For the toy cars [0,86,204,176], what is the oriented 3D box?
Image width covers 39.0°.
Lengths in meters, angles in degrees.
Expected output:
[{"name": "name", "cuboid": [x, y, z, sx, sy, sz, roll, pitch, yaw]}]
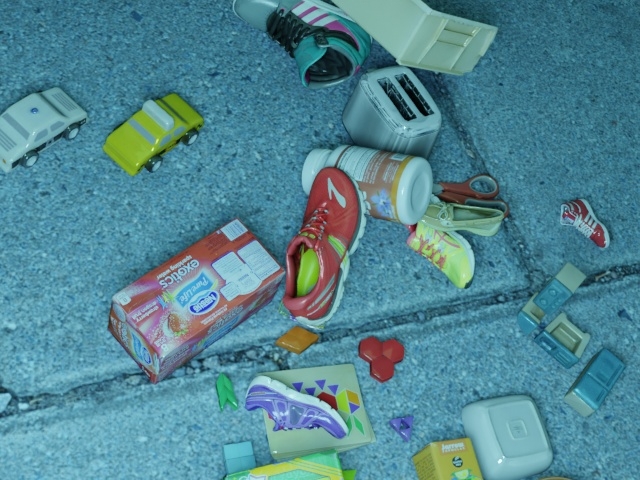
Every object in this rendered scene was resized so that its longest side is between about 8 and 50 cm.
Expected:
[{"name": "toy cars", "cuboid": [-0.392, -0.206, 1.579, 0.393, 0.087, 0.177, 0, 60, -17]}]

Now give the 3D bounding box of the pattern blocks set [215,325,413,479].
[{"name": "pattern blocks set", "cuboid": [-0.007, 0.273, 1.447, 0.324, 0.026, 0.285, 4, 59, -15]}]

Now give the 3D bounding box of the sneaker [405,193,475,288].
[{"name": "sneaker", "cuboid": [0.205, 0.009, 1.646, 0.094, 0.081, 0.208, -14, 54, -24]}]

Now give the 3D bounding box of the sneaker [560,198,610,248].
[{"name": "sneaker", "cuboid": [0.519, -0.030, 1.785, 0.067, 0.042, 0.118, -8, 55, -26]}]

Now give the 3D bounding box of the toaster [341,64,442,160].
[{"name": "toaster", "cuboid": [0.140, -0.222, 1.711, 0.129, 0.146, 0.227, -17, 61, -24]}]

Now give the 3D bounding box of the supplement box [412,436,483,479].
[{"name": "supplement box", "cuboid": [0.219, 0.428, 1.395, 0.078, 0.080, 0.233, -4, 60, -22]}]

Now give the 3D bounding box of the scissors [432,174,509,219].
[{"name": "scissors", "cuboid": [0.224, -0.092, 1.743, 0.297, 0.021, 0.109, 5, 59, -15]}]

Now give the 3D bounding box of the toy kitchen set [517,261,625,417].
[{"name": "toy kitchen set", "cuboid": [0.446, 0.172, 1.566, 0.207, 0.166, 0.122, 41, 57, 9]}]

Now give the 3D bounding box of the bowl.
[{"name": "bowl", "cuboid": [0.319, 0.323, 1.505, 0.142, 0.053, 0.142, -4, 62, -21]}]

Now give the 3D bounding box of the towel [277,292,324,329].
[{"name": "towel", "cuboid": [-0.026, 0.115, 1.547, 0.083, 0.009, 0.060, 23, 57, -3]}]

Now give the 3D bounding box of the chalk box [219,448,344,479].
[{"name": "chalk box", "cuboid": [-0.073, 0.388, 1.277, 0.213, 0.132, 0.132, -11, 74, -16]}]

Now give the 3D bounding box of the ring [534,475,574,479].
[{"name": "ring", "cuboid": [0.388, 0.529, 1.369, 0.336, 0.032, 0.337, 18, 55, -28]}]

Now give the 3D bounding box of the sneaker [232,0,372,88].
[{"name": "sneaker", "cuboid": [-0.041, -0.393, 1.787, 0.295, 0.124, 0.178, 16, 47, -9]}]

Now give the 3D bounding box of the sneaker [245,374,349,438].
[{"name": "sneaker", "cuboid": [-0.038, 0.271, 1.397, 0.169, 0.068, 0.071, 22, 71, 7]}]

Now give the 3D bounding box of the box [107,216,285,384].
[{"name": "box", "cuboid": [-0.197, 0.095, 1.437, 0.257, 0.123, 0.128, -35, 75, -31]}]

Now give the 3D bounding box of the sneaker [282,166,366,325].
[{"name": "sneaker", "cuboid": [0.000, 0.000, 1.495, 0.107, 0.118, 0.279, 0, 72, 28]}]

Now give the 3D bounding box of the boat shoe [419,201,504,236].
[{"name": "boat shoe", "cuboid": [0.249, -0.045, 1.615, 0.153, 0.048, 0.056, 12, 48, 0]}]

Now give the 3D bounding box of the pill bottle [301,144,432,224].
[{"name": "pill bottle", "cuboid": [0.080, -0.104, 1.604, 0.216, 0.121, 0.121, 13, 50, 30]}]

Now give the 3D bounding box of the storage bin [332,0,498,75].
[{"name": "storage bin", "cuboid": [0.183, -0.461, 1.815, 0.260, 0.123, 0.262, -4, 43, -48]}]
